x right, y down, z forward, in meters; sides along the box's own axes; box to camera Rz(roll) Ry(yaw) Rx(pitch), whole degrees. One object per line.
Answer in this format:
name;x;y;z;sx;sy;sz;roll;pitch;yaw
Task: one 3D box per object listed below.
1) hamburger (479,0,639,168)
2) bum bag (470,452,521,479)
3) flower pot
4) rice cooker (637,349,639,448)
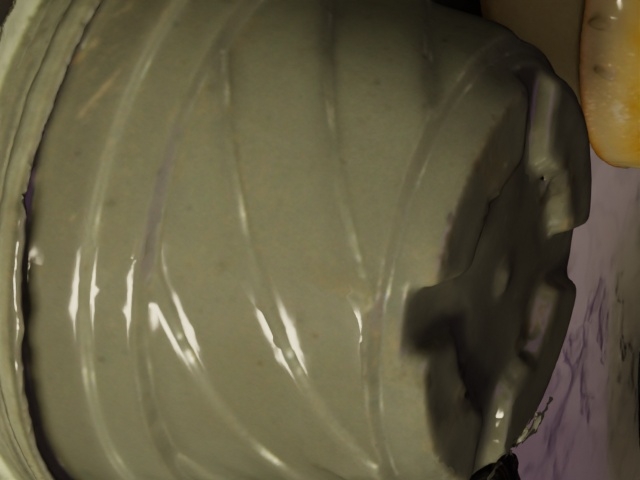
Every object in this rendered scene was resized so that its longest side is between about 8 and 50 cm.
hamburger;0.161;-0.143;0.829;0.237;0.147;0.237;-38;134;-55
bum bag;0.094;0.201;0.931;0.102;0.069;0.248;-101;176;-49
flower pot;0.000;0.000;0.597;0.235;0.140;0.235;-38;136;-50
rice cooker;0.327;0.074;1.130;0.224;0.267;0.267;-46;139;-49
